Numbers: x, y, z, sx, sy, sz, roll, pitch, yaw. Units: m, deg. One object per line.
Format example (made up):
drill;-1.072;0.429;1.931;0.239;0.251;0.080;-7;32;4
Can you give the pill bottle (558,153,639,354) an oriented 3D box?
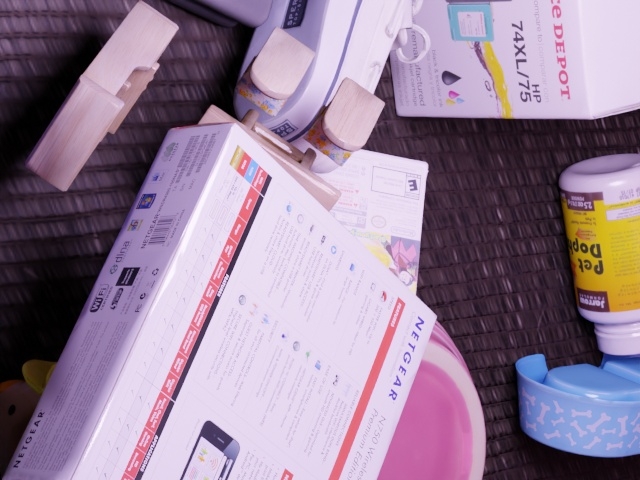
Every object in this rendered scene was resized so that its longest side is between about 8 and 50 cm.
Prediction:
pill bottle;0.342;0.017;2.149;0.117;0.117;0.215;-22;107;-39

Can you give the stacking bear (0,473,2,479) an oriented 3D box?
stacking bear;-0.350;0.132;1.509;0.175;0.164;0.289;-29;101;-48

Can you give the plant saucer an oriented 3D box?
plant saucer;0.056;0.219;1.931;0.332;0.084;0.332;-5;97;-41

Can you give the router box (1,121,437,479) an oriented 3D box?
router box;-0.068;0.126;1.544;0.301;0.082;0.335;44;57;-37

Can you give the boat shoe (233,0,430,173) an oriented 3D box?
boat shoe;0.041;-0.226;1.833;0.156;0.135;0.367;41;55;-42

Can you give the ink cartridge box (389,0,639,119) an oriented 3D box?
ink cartridge box;0.226;-0.236;1.922;0.197;0.270;0.198;-17;104;-40

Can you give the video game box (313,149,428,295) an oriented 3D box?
video game box;0.000;0.000;1.834;0.205;0.048;0.187;10;76;-23

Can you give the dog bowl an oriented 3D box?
dog bowl;0.343;0.182;2.142;0.297;0.166;0.074;-4;107;-42

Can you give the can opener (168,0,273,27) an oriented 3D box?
can opener;-0.155;-0.281;1.705;0.283;0.076;0.095;21;80;-42

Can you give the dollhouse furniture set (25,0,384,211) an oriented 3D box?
dollhouse furniture set;-0.105;-0.072;1.639;0.242;0.212;0.161;34;36;-6

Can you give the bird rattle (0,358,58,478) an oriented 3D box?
bird rattle;-0.191;0.199;1.625;0.143;0.207;0.254;-26;110;-53
